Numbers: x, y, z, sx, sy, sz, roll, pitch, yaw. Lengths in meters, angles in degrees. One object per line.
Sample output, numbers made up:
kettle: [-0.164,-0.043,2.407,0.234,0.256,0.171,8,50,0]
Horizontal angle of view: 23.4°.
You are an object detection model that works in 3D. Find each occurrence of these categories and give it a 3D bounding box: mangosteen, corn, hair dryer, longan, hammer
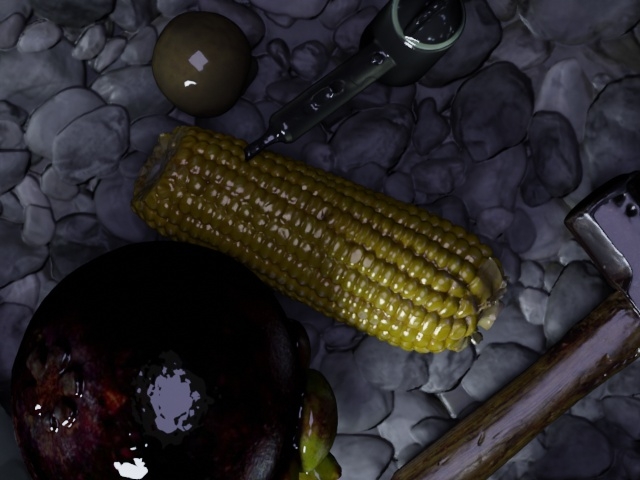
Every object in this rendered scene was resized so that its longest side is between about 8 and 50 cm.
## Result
mangosteen: [-0.134,0.136,1.468,0.313,0.297,0.297,-24,91,-34]
corn: [0.000,0.000,1.528,0.387,0.144,0.144,23,90,-3]
hair dryer: [0.029,-0.154,1.479,0.248,0.195,0.078,-39,90,-12]
longan: [-0.112,-0.175,1.551,0.119,0.106,0.106,8,90,-43]
hammer: [0.234,0.142,1.573,0.409,0.095,0.242,-39,91,5]

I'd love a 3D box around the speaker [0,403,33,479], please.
speaker: [-0.424,0.189,1.474,0.183,0.184,0.406,-37,92,30]
